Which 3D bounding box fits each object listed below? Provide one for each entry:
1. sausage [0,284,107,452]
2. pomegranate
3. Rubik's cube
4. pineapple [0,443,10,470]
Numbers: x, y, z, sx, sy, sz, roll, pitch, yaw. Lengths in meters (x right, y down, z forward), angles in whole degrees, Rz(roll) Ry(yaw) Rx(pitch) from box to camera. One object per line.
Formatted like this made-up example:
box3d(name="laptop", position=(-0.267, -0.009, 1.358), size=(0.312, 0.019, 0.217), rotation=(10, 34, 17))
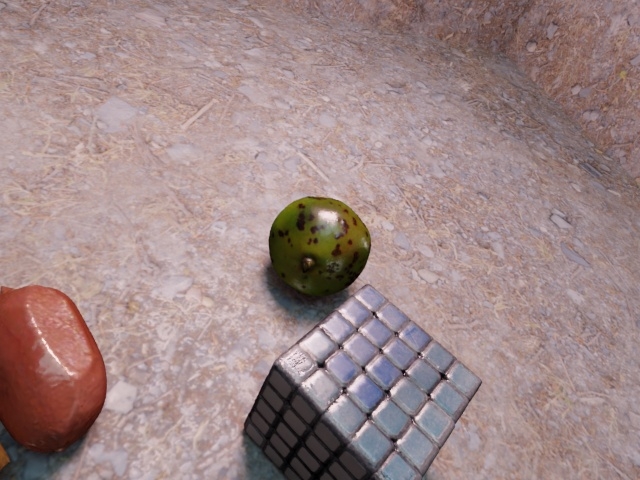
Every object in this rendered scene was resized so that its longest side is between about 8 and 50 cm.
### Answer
box3d(name="sausage", position=(-0.400, 0.169, 0.651), size=(0.148, 0.148, 0.254), rotation=(-27, 65, -39))
box3d(name="pomegranate", position=(0.000, 0.000, 0.951), size=(0.211, 0.211, 0.263), rotation=(23, 24, -2))
box3d(name="Rubik's cube", position=(0.054, 0.255, 0.695), size=(0.237, 0.238, 0.237), rotation=(40, 46, 18))
box3d(name="pineapple", position=(-0.540, 0.278, 0.455), size=(0.362, 0.202, 0.202), rotation=(-33, 67, -33))
